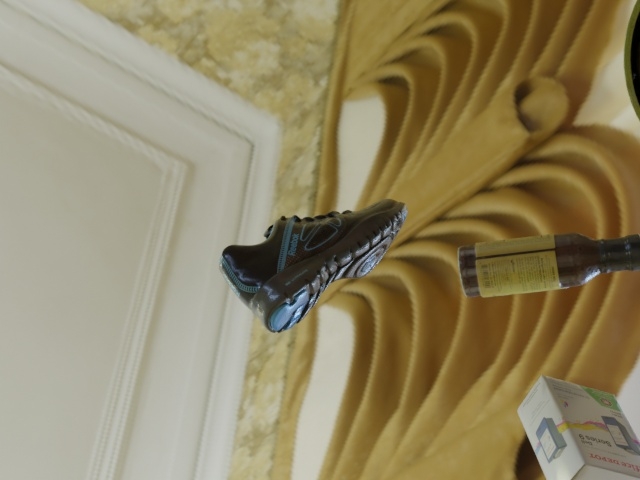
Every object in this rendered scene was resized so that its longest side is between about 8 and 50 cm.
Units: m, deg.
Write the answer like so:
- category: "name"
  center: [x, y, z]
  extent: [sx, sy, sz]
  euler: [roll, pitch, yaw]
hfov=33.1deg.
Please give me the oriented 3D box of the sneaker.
- category: "sneaker"
  center: [0.000, 0.000, 1.582]
  extent: [0.140, 0.125, 0.341]
  euler: [40, -137, 19]

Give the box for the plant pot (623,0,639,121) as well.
- category: "plant pot"
  center: [0.613, -0.277, 1.610]
  extent: [0.366, 0.366, 0.353]
  euler: [50, -170, -3]

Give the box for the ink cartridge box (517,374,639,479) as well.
- category: "ink cartridge box"
  center: [0.428, 0.331, 1.729]
  extent: [0.154, 0.093, 0.212]
  euler: [17, -150, -19]

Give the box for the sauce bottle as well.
- category: "sauce bottle"
  center: [0.441, 0.043, 2.069]
  extent: [0.111, 0.344, 0.111]
  euler: [-5, -90, -77]
